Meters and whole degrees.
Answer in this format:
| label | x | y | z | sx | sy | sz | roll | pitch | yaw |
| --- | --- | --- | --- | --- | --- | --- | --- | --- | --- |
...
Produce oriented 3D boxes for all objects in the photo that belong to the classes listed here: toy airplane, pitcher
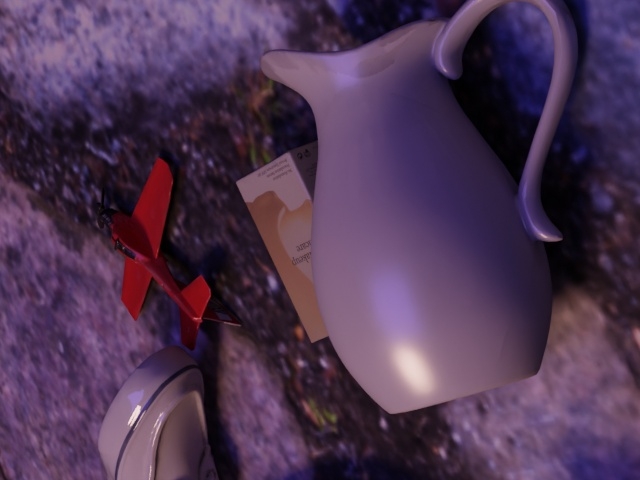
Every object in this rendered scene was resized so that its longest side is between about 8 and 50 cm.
| label | x | y | z | sx | sy | sz | roll | pitch | yaw |
| --- | --- | --- | --- | --- | --- | --- | --- | --- | --- |
| toy airplane | -0.117 | 0.020 | 0.994 | 0.151 | 0.028 | 0.151 | 22 | 124 | 37 |
| pitcher | 0.071 | -0.023 | 0.735 | 0.178 | 0.125 | 0.207 | -18 | 83 | 32 |

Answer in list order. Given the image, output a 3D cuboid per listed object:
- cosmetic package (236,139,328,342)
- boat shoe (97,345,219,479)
| label | x | y | z | sx | sy | sz | roll | pitch | yaw |
| --- | --- | --- | --- | --- | --- | --- | --- | --- | --- |
| cosmetic package | 0.000 | 0.000 | 0.860 | 0.060 | 0.041 | 0.115 | -28 | 88 | 47 |
| boat shoe | -0.108 | 0.186 | 1.026 | 0.084 | 0.095 | 0.258 | 34 | 139 | 24 |
